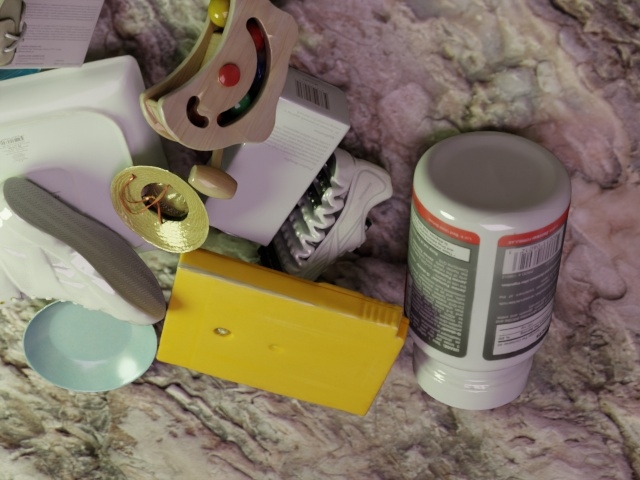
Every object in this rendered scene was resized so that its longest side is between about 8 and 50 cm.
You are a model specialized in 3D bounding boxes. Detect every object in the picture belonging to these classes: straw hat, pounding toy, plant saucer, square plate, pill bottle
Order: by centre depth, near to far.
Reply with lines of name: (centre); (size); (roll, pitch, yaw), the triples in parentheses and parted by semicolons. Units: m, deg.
pounding toy: (-0.147, -0.195, 1.914); (0.154, 0.155, 0.269); (12, 96, -29)
straw hat: (-0.197, -0.058, 2.000); (0.144, 0.061, 0.144); (15, 130, 18)
square plate: (-0.373, -0.072, 2.024); (0.347, 0.049, 0.344); (-12, 137, 1)
pill bottle: (0.221, 0.049, 2.114); (0.210, 0.210, 0.363); (-2, 130, -5)
plant saucer: (-0.335, 0.141, 2.236); (0.195, 0.037, 0.195); (-3, 129, -3)

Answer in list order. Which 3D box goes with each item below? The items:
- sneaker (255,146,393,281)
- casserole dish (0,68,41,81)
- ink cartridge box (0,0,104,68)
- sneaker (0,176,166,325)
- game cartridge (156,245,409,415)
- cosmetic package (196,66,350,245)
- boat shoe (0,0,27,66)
sneaker: (0.000, 0.000, 2.123); (0.118, 0.110, 0.292); (10, 131, -29)
casserole dish: (-0.438, -0.225, 1.923); (0.188, 0.037, 0.114); (-24, 128, 14)
ink cartridge box: (-0.325, -0.310, 1.803); (0.181, 0.056, 0.224); (-9, 126, -53)
sneaker: (-0.359, 0.048, 2.047); (0.169, 0.108, 0.292); (-36, 121, 26)
game cartridge: (-0.057, 0.130, 2.140); (0.324, 0.052, 0.285); (15, 148, -4)
cosmetic package: (-0.067, -0.112, 2.030); (0.117, 0.085, 0.231); (22, 125, -23)
boat shoe: (-0.374, -0.234, 1.696); (0.094, 0.109, 0.302); (36, 124, -8)
